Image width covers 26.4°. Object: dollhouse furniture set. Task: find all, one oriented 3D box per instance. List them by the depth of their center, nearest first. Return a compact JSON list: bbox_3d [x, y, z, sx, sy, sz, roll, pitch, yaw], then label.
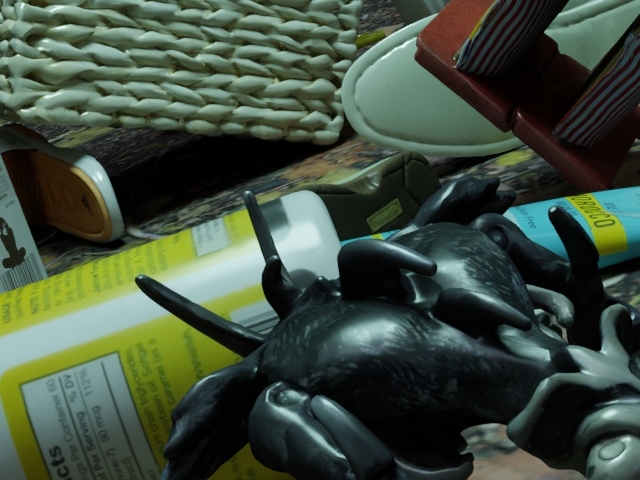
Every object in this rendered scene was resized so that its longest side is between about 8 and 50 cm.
[{"bbox_3d":[0.226,-0.214,0.883,0.201,0.152,0.374,-54,-2,40],"label":"dollhouse furniture set"}]

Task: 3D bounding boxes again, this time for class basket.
[{"bbox_3d":[-0.159,-0.231,1.237,0.328,0.266,0.331,2,4,-28],"label":"basket"}]

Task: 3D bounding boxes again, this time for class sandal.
[{"bbox_3d":[-0.257,-0.041,1.169,0.076,0.102,0.265,-24,18,-28],"label":"sandal"}]

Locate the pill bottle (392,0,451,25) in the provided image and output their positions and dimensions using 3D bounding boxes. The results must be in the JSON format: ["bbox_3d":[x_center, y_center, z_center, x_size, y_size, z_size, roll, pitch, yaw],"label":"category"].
[{"bbox_3d":[0.242,-0.276,1.206,0.363,0.210,0.210,-3,22,45],"label":"pill bottle"}]

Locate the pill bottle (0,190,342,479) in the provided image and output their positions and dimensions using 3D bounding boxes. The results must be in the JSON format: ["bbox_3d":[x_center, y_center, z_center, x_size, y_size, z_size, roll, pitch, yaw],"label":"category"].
[{"bbox_3d":[-0.081,0.066,0.575,0.208,0.119,0.119,-19,16,-3],"label":"pill bottle"}]

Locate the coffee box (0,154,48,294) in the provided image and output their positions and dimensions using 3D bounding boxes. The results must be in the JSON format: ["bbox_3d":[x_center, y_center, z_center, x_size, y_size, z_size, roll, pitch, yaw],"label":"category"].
[{"bbox_3d":[-0.310,-0.045,0.973,0.141,0.246,0.098,-12,17,24],"label":"coffee box"}]

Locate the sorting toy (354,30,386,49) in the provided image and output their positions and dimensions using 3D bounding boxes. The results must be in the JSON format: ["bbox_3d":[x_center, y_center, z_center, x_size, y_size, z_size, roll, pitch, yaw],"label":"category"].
[{"bbox_3d":[-0.053,-0.174,1.493,0.274,0.046,0.132,-7,19,37],"label":"sorting toy"}]

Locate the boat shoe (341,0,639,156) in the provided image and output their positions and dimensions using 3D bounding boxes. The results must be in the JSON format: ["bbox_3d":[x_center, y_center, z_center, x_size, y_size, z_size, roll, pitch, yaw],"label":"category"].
[{"bbox_3d":[0.152,-0.135,1.026,0.305,0.109,0.091,-16,14,-13],"label":"boat shoe"}]

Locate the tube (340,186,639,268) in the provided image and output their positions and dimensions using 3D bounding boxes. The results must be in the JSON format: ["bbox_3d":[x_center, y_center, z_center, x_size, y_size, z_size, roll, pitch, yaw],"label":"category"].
[{"bbox_3d":[0.100,0.006,0.720,0.207,0.052,0.080,-14,26,-4],"label":"tube"}]

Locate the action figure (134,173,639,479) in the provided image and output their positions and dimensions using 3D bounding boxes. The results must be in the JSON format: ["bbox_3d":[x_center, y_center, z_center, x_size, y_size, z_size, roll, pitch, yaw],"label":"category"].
[{"bbox_3d":[0.067,0.073,0.360,0.276,0.141,0.164,19,40,41],"label":"action figure"}]

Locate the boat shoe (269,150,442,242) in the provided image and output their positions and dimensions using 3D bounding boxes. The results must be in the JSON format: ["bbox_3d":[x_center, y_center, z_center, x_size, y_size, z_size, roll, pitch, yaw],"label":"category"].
[{"bbox_3d":[0.000,0.000,0.832,0.072,0.068,0.190,-21,0,41],"label":"boat shoe"}]
